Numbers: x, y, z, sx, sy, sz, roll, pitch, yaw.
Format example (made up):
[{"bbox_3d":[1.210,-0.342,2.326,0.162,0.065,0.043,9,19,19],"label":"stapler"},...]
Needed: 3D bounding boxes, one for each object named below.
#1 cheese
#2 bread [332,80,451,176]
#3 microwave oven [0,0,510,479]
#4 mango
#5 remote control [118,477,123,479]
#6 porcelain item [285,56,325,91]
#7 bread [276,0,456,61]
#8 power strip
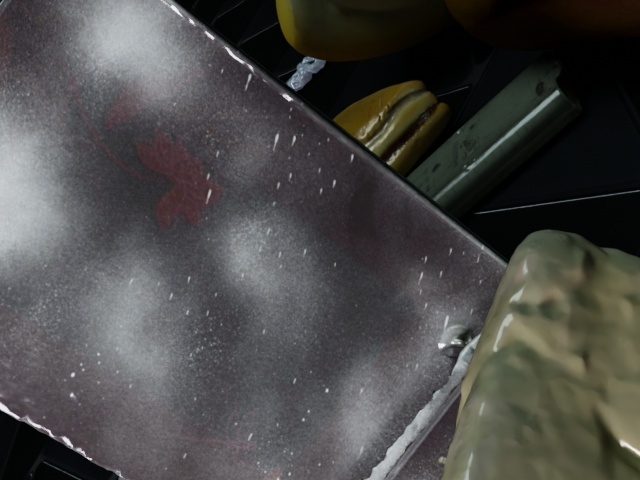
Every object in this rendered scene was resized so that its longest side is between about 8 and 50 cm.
[{"bbox_3d":[0.135,0.127,0.533,0.093,0.159,0.263,100,-168,-58],"label":"cheese"},{"bbox_3d":[0.056,-0.104,1.133,0.116,0.077,0.200,-43,11,-13],"label":"bread"},{"bbox_3d":[-0.072,0.007,0.753,0.236,0.432,0.374,-52,21,4],"label":"microwave oven"},{"bbox_3d":[0.212,-0.239,0.896,0.287,0.201,0.152,6,96,58],"label":"mango"},{"bbox_3d":[-0.164,0.163,1.255,0.090,0.038,0.309,-37,26,35],"label":"remote control"},{"bbox_3d":[-0.024,-0.248,1.613,0.083,0.028,0.036,-41,41,26],"label":"porcelain item"},{"bbox_3d":[0.100,-0.398,1.165,0.424,0.329,0.245,-36,27,26],"label":"bread"},{"bbox_3d":[0.129,-0.064,0.994,0.268,0.034,0.092,-43,24,25],"label":"power strip"}]
